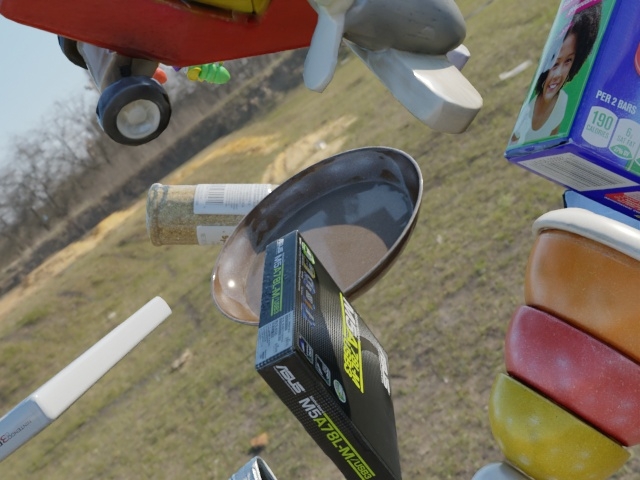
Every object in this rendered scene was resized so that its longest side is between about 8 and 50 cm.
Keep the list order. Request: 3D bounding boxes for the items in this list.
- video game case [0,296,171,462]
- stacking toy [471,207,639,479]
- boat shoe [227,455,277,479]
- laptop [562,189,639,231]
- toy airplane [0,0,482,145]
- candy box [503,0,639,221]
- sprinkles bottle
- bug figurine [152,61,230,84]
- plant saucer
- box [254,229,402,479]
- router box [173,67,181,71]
[{"bbox_3d":[-0.342,0.205,0.933,0.300,0.036,0.329,-37,4,16],"label":"video game case"},{"bbox_3d":[0.354,0.227,1.149,0.480,0.350,0.350,-56,13,-4],"label":"stacking toy"},{"bbox_3d":[-0.059,0.448,1.259,0.084,0.258,0.095,-50,-34,5],"label":"boat shoe"},{"bbox_3d":[0.644,0.069,1.261,0.236,0.382,0.407,-2,-7,-37],"label":"laptop"},{"bbox_3d":[-0.026,-0.252,0.667,0.384,0.385,0.273,-65,-10,-46],"label":"toy airplane"},{"bbox_3d":[0.327,-0.164,0.618,0.122,0.268,0.317,179,111,-77],"label":"candy box"},{"bbox_3d":[-0.138,-0.048,1.496,0.355,0.121,0.121,0,13,0],"label":"sprinkles bottle"},{"bbox_3d":[-0.242,-0.363,1.423,0.279,0.216,0.072,-58,35,40],"label":"bug figurine"},{"bbox_3d":[0.000,0.000,1.026,0.310,0.050,0.311,-26,32,18],"label":"plant saucer"},{"bbox_3d":[0.010,0.110,0.735,0.045,0.184,0.191,-30,26,16],"label":"box"},{"bbox_3d":[-0.165,-0.316,1.150,0.133,0.046,0.179,-35,23,10],"label":"router box"}]
